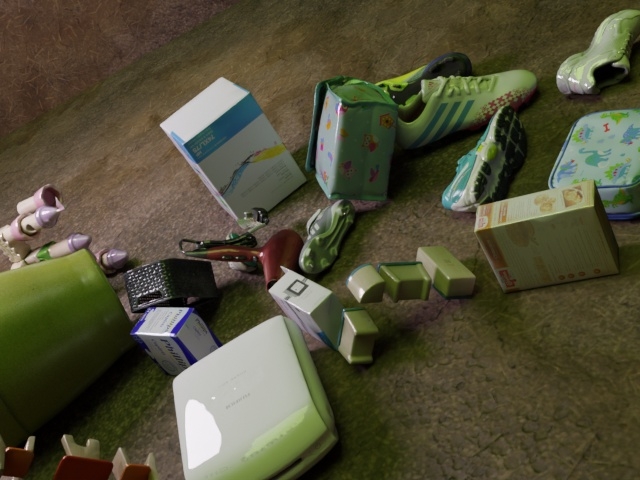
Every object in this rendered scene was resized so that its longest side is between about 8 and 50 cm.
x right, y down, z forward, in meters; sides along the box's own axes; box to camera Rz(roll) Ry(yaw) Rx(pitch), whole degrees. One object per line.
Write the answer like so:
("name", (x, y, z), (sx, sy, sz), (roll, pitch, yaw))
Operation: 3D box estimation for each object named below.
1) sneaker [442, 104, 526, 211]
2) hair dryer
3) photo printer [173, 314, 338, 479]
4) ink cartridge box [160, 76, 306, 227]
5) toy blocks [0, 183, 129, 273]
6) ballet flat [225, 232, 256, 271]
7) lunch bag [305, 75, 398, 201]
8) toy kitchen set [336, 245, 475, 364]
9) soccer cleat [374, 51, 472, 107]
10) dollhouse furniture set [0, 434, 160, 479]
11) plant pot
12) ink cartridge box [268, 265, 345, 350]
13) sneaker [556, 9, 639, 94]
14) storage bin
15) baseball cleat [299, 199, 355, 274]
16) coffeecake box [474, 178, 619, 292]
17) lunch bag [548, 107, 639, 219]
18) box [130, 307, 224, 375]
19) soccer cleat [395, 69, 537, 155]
("sneaker", (0.316, -0.162, 1.559), (0.110, 0.107, 0.275), (-9, 38, 48))
("hair dryer", (-0.141, 0.037, 1.662), (0.223, 0.080, 0.293), (-27, 34, -24))
("photo printer", (-0.112, 0.287, 1.315), (0.256, 0.107, 0.307), (-31, 32, 3))
("ink cartridge box", (-0.205, -0.209, 1.914), (0.197, 0.270, 0.198), (-39, 32, -7))
("toy blocks", (-0.622, 0.051, 1.909), (0.260, 0.289, 0.309), (-16, 32, 34))
("ballet flat", (-0.180, 0.040, 1.776), (0.052, 0.057, 0.168), (-58, 25, 13))
("lunch bag", (0.059, -0.228, 1.738), (0.160, 0.223, 0.262), (1, 23, -15))
("toy kitchen set", (0.134, 0.111, 1.384), (0.207, 0.166, 0.122), (-2, 26, -20))
("soccer cleat", (0.234, -0.369, 1.944), (0.289, 0.093, 0.121), (-20, 3, 28))
("dollhouse furniture set", (-0.409, 0.444, 1.257), (0.259, 0.262, 0.135), (-64, 31, 15))
("plant pot", (-0.586, 0.199, 1.670), (0.353, 0.367, 0.366), (-30, 30, -18))
("ink cartridge box", (-0.023, 0.121, 1.465), (0.060, 0.104, 0.180), (-44, 33, -16))
("sneaker", (0.593, -0.370, 1.621), (0.232, 0.090, 0.115), (-47, 40, -5))
("storage bin", (-0.308, 0.095, 1.671), (0.122, 0.084, 0.180), (-19, -11, 21))
("baseball cleat", (0.000, 0.000, 1.659), (0.109, 0.072, 0.206), (-17, 28, 48))
("coffeecake box", (0.356, -0.003, 1.262), (0.185, 0.142, 0.068), (-13, 36, 28))
("lunch bag", (0.493, -0.132, 1.367), (0.176, 0.090, 0.219), (-1, 44, 39))
("box", (-0.275, 0.198, 1.560), (0.137, 0.126, 0.072), (-4, 41, 39))
("soccer cleat", (0.297, -0.302, 1.718), (0.331, 0.143, 0.116), (-25, 33, 12))
